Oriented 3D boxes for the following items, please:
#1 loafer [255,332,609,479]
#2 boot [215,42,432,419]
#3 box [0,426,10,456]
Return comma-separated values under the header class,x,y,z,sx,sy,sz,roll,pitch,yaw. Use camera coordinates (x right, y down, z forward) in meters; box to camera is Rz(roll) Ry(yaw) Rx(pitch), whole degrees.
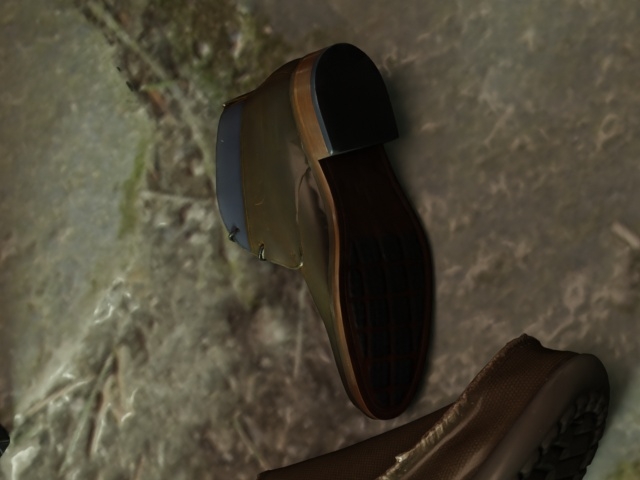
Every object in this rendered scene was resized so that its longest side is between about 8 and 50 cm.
class,x,y,z,sx,sy,sz,roll,pitch,yaw
loafer,0.006,0.171,1.117,0.366,0.134,0.130,-45,69,15
boot,0.000,0.000,1.186,0.106,0.082,0.219,-11,86,48
box,-0.365,0.107,1.297,0.270,0.143,0.165,40,101,24
